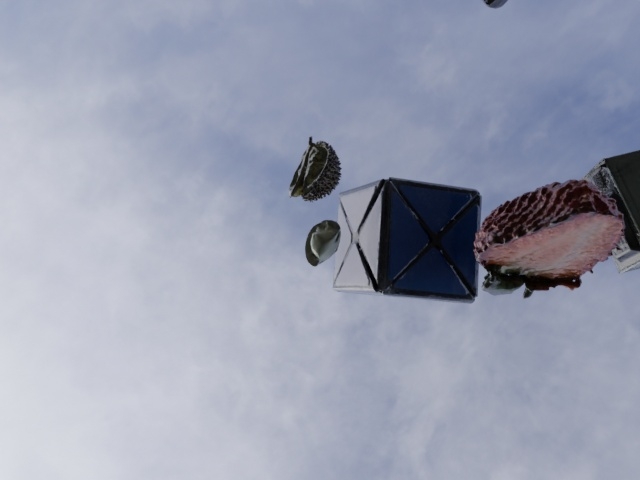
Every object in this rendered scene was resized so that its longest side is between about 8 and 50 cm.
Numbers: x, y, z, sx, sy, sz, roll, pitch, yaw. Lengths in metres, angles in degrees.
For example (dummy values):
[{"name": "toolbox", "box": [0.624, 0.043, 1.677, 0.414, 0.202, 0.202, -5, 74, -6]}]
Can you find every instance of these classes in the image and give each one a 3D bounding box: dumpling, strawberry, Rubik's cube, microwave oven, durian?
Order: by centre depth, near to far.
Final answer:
[{"name": "strawberry", "box": [0.326, -0.010, 0.798, 0.188, 0.286, 0.106, 10, -118, -9]}, {"name": "dumpling", "box": [0.001, -0.001, 0.888, 0.059, 0.043, 0.077, 38, -54, 33]}, {"name": "durian", "box": [-0.003, -0.123, 0.970, 0.110, 0.071, 0.140, -23, -129, 35]}, {"name": "microwave oven", "box": [0.615, -0.058, 1.041, 0.163, 0.129, 0.205, -13, -109, -6]}, {"name": "Rubik's cube", "box": [0.188, 0.005, 1.245, 0.260, 0.255, 0.259, 9, -98, -22]}]

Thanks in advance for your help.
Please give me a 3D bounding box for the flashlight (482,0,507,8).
[{"name": "flashlight", "box": [0.458, -0.616, 1.019, 0.424, 0.103, 0.103, -42, -116, 46]}]
